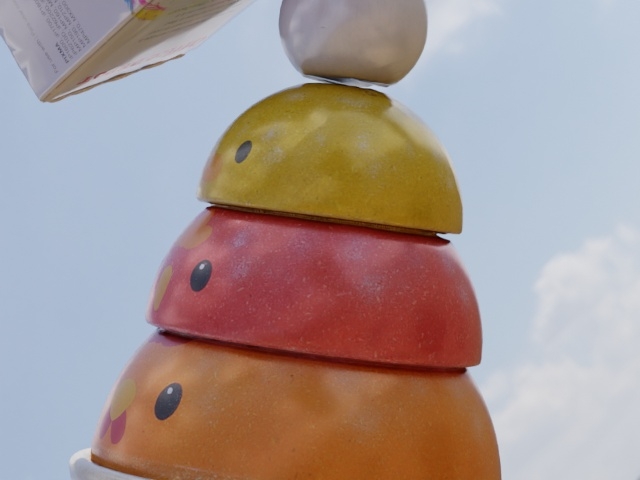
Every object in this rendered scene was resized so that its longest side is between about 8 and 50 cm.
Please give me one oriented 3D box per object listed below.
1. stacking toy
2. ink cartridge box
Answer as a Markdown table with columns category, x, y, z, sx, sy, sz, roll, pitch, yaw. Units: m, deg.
| category | x | y | z | sx | sy | sz | roll | pitch | yaw |
| --- | --- | --- | --- | --- | --- | --- | --- | --- | --- |
| stacking toy | 0.000 | 0.000 | 1.459 | 0.350 | 0.350 | 0.480 | 14 | -98 | -75 |
| ink cartridge box | -0.111 | -0.260 | 1.554 | 0.306 | 0.131 | 0.226 | -32 | -3 | 39 |
